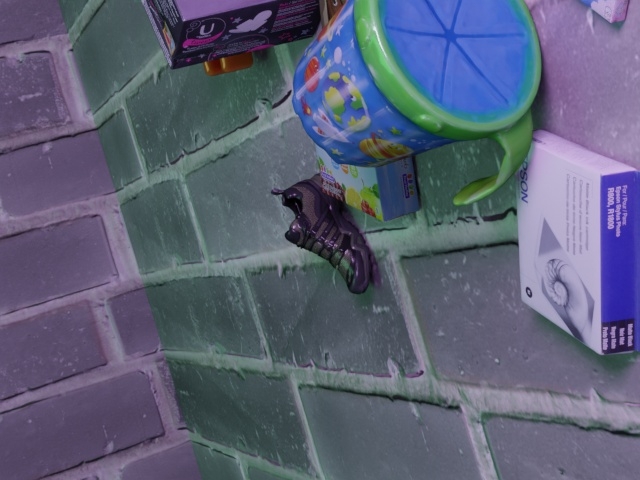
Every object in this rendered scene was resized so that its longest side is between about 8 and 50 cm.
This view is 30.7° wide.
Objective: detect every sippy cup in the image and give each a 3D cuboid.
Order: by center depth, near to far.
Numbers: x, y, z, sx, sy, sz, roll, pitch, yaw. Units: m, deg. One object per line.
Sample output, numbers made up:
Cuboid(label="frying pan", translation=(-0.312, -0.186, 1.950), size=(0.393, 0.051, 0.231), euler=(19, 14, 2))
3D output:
Cuboid(label="sippy cup", translation=(0.089, -0.191, 1.314), size=(0.224, 0.240, 0.305), euler=(-29, 64, 53))

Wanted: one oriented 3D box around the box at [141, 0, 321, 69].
Cuboid(label="box", translation=(-0.132, -0.387, 1.769), size=(0.163, 0.247, 0.142), euler=(66, 157, 17))

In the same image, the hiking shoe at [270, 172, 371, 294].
Cuboid(label="hiking shoe", translation=(0.000, 0.000, 1.927), size=(0.226, 0.114, 0.086), euler=(63, 158, 24))

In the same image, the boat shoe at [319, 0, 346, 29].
Cuboid(label="boat shoe", translation=(0.045, -0.380, 1.551), size=(0.104, 0.111, 0.307), euler=(31, 144, 55))

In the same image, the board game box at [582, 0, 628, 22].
Cuboid(label="board game box", translation=(0.275, -0.276, 1.154), size=(0.090, 0.020, 0.090), euler=(52, 152, 43))

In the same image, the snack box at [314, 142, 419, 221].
Cuboid(label="snack box", translation=(0.060, -0.138, 1.731), size=(0.207, 0.070, 0.174), euler=(30, 133, 59))

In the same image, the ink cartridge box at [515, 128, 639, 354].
Cuboid(label="ink cartridge box", translation=(0.296, 0.009, 1.289), size=(0.224, 0.045, 0.223), euler=(35, 138, 57))

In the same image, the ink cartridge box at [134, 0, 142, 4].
Cuboid(label="ink cartridge box", translation=(-0.278, -0.523, 2.085), size=(0.371, 0.069, 0.175), euler=(-157, 84, -80))

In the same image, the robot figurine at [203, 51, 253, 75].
Cuboid(label="robot figurine", translation=(-0.181, -0.405, 2.052), size=(0.158, 0.128, 0.219), euler=(-150, 47, -77))
